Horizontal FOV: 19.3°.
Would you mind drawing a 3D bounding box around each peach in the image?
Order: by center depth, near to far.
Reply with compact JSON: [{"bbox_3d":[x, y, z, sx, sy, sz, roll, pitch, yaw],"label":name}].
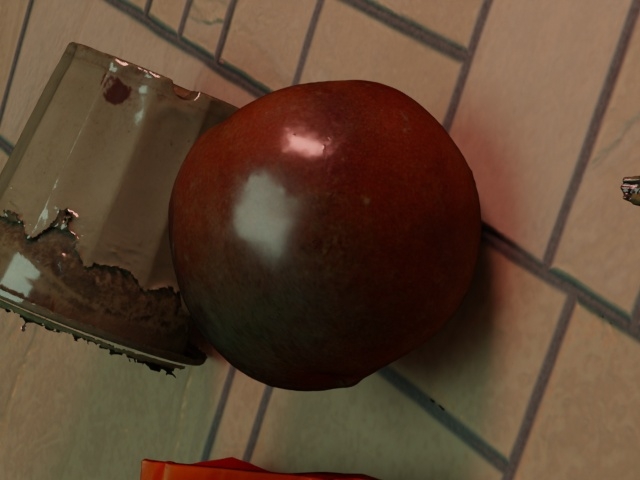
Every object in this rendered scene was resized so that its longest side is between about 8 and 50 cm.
[{"bbox_3d":[0.000,0.000,1.487,0.252,0.252,0.252,-15,72,53],"label":"peach"}]

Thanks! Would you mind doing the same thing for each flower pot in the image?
[{"bbox_3d":[-0.199,-0.038,1.759,0.290,0.290,0.259,25,94,54],"label":"flower pot"}]

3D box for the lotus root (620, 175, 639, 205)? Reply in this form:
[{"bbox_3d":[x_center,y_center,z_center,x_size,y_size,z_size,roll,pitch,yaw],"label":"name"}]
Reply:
[{"bbox_3d":[0.275,-0.007,1.189,0.221,0.125,0.118,45,145,43],"label":"lotus root"}]

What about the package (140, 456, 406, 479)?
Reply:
[{"bbox_3d":[-0.040,0.285,1.581,0.424,0.123,0.196,-1,80,53],"label":"package"}]
